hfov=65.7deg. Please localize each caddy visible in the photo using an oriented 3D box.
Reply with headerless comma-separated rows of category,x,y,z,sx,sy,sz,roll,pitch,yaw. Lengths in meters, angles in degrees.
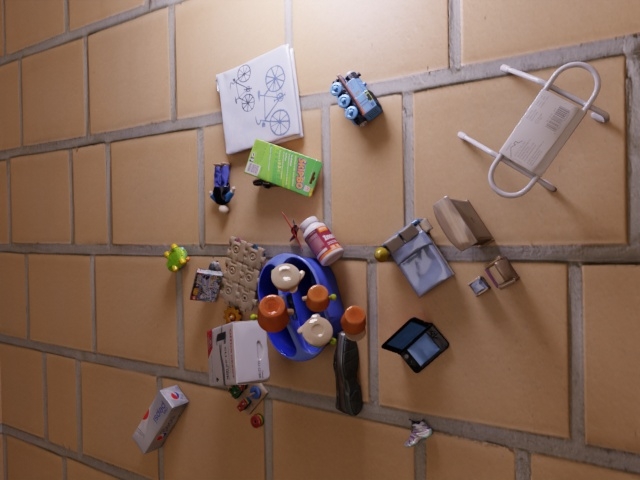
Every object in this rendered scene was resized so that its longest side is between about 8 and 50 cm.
caddy,-0.070,0.208,1.580,0.241,0.179,0.341,-20,81,31

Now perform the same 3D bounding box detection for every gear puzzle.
gear puzzle,-0.282,0.164,1.793,0.175,0.044,0.339,20,104,28

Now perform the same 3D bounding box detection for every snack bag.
snack bag,-0.220,-0.475,1.735,0.342,0.037,0.323,-10,85,31

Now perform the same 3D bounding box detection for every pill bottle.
pill bottle,0.000,0.000,1.585,0.086,0.086,0.152,-44,70,25

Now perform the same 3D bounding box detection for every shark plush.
shark plush,-0.423,0.136,1.858,0.161,0.067,0.073,-42,70,26

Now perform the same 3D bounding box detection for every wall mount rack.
wall mount rack,0.516,-0.289,1.244,0.304,0.130,0.350,38,110,21

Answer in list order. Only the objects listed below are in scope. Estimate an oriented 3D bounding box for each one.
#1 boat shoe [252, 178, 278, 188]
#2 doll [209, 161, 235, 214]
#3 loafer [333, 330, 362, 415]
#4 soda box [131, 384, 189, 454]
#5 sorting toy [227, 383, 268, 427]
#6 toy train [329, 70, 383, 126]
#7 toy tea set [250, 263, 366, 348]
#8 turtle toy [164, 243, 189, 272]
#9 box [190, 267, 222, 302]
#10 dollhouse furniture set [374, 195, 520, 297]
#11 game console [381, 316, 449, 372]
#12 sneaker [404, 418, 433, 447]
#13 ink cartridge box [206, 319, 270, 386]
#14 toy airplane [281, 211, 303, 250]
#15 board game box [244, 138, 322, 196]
boat shoe,-0.181,-0.198,1.715,0.125,0.046,0.038,-5,84,23
doll,-0.359,-0.190,1.822,0.129,0.046,0.189,1,91,32
loafer,0.069,0.414,1.555,0.084,0.096,0.267,-5,91,37
soda box,-0.648,0.723,1.999,0.098,0.091,0.286,43,112,24
sorting toy,-0.280,0.538,1.796,0.274,0.046,0.132,47,113,22
toy train,0.107,-0.437,1.515,0.105,0.080,0.184,-35,71,18
toy tea set,-0.032,0.221,1.451,0.336,0.200,0.124,27,150,14
turtle toy,-0.563,0.077,1.943,0.130,0.066,0.095,-42,71,26
box,-0.423,0.167,1.829,0.027,0.094,0.137,-110,35,-52
dollhouse furniture set,0.307,0.065,1.334,0.303,0.198,0.286,-37,73,27
game console,0.273,0.304,1.427,0.144,0.085,0.124,-49,68,24
sneaker,0.276,0.562,1.464,0.098,0.038,0.069,-39,70,16
ink cartridge box,-0.281,0.380,1.655,0.273,0.114,0.197,-27,65,55
toy airplane,-0.085,-0.024,1.627,0.028,0.151,0.151,-25,75,-14
board game box,-0.122,-0.242,1.654,0.259,0.039,0.124,23,97,20
